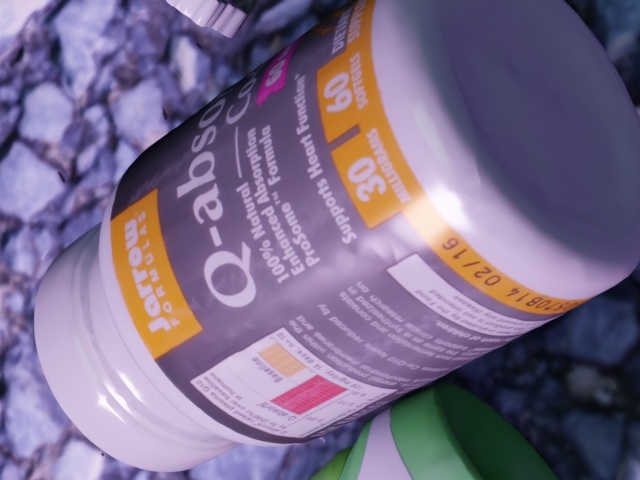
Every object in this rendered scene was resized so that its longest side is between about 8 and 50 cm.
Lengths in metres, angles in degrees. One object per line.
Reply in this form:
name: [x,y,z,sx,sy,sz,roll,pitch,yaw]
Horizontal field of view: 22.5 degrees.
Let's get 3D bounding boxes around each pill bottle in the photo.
pill bottle: [0.000,0.000,0.736,0.278,0.162,0.162,-32,72,37]

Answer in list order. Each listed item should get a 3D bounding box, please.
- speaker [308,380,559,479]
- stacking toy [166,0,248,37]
speaker: [-0.015,0.202,0.769,0.296,0.131,0.131,-43,70,16]
stacking toy: [0.036,-0.142,0.821,0.221,0.052,0.167,39,102,22]
